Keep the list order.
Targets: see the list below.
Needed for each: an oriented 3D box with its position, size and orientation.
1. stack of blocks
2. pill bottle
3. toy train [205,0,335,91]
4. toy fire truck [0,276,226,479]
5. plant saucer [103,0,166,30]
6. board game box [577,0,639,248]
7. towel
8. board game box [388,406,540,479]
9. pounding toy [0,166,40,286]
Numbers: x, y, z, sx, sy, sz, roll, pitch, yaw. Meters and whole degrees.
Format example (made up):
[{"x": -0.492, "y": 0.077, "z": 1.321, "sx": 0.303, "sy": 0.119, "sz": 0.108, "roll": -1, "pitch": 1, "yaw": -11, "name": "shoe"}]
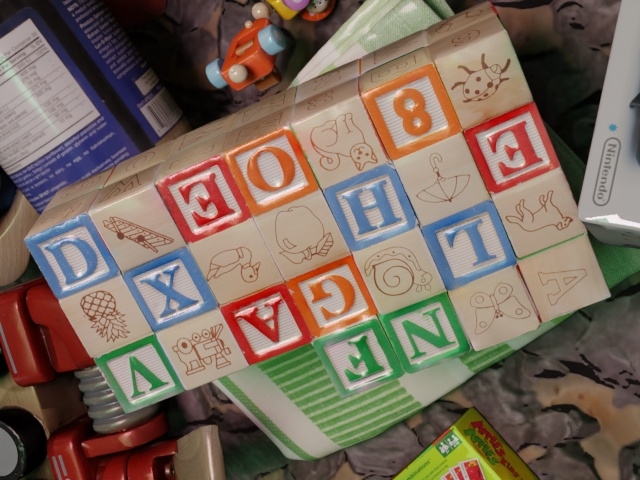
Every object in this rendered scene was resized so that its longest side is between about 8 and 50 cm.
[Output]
[{"x": 0.000, "y": 0.000, "z": 0.698, "sx": 0.297, "sy": 0.087, "sz": 0.171, "roll": -22, "pitch": 110, "yaw": 10, "name": "stack of blocks"}, {"x": -0.187, "y": -0.116, "z": 0.774, "sx": 0.123, "sy": 0.123, "sz": 0.219, "roll": -26, "pitch": 107, "yaw": 30, "name": "pill bottle"}, {"x": 0.004, "y": -0.155, "z": 0.768, "sx": 0.166, "sy": 0.125, "sz": 0.046, "roll": -29, "pitch": 121, "yaw": 26, "name": "toy train"}, {"x": -0.159, "y": 0.127, "z": 0.896, "sx": 0.246, "sy": 0.158, "sz": 0.217, "roll": -14, "pitch": 95, "yaw": 25, "name": "toy fire truck"}, {"x": -0.268, "y": -0.266, "z": 0.914, "sx": 0.258, "sy": 0.047, "sz": 0.259, "roll": -13, "pitch": 95, "yaw": 29, "name": "plant saucer"}, {"x": 0.307, "y": -0.084, "z": 0.586, "sx": 0.303, "sy": 0.097, "sz": 0.224, "roll": 11, "pitch": 84, "yaw": 24, "name": "board game box"}, {"x": 0.025, "y": 0.007, "z": 0.803, "sx": 0.325, "sy": 0.038, "sz": 0.248, "roll": -38, "pitch": 101, "yaw": 28, "name": "towel"}, {"x": 0.077, "y": 0.215, "z": 0.853, "sx": 0.092, "sy": 0.043, "sz": 0.181, "roll": 48, "pitch": 118, "yaw": 10, "name": "board game box"}, {"x": -0.267, "y": -0.059, "z": 0.873, "sx": 0.155, "sy": 0.154, "sz": 0.269, "roll": 49, "pitch": 124, "yaw": 42, "name": "pounding toy"}]
